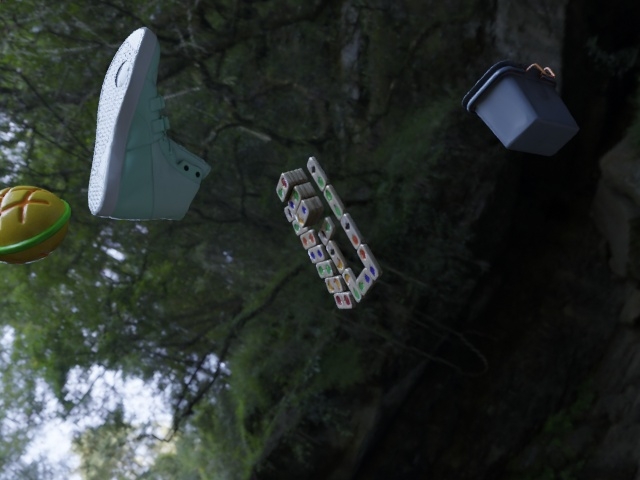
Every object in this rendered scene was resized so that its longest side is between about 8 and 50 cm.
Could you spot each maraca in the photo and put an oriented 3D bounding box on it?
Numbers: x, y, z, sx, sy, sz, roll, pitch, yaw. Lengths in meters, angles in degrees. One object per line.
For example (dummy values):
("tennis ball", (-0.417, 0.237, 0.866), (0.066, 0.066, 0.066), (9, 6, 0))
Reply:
("maraca", (-0.416, -0.023, 1.035), (0.127, 0.186, 0.099), (-44, -49, -41))

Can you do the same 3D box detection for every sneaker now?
("sneaker", (-0.220, -0.150, 1.048), (0.151, 0.094, 0.255), (8, -84, -36))

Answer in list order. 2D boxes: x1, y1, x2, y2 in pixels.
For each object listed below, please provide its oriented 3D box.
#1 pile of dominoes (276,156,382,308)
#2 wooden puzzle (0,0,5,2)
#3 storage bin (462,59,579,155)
("pile of dominoes", (0.000, 0.000, 1.291), (0.040, 0.251, 0.196), (-19, -23, -25))
("wooden puzzle", (-0.339, -0.442, 0.865), (0.081, 0.348, 0.321), (-1, -77, -23))
("storage bin", (0.267, -0.165, 0.975), (0.135, 0.091, 0.098), (1, -39, -43))
